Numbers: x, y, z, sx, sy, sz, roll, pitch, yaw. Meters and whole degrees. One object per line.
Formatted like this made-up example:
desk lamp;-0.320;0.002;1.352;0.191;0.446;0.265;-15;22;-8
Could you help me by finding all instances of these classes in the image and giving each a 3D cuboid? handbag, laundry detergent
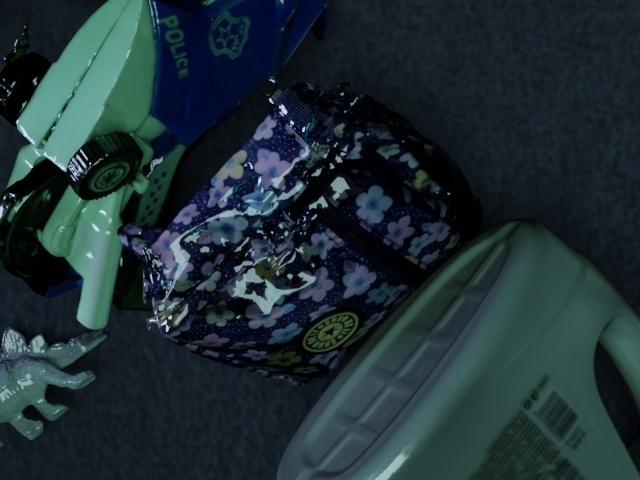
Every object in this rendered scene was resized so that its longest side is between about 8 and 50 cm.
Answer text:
handbag;0.000;0.000;0.935;0.208;0.229;0.126;-39;57;11
laundry detergent;0.181;0.199;0.959;0.398;0.125;0.264;45;76;-24

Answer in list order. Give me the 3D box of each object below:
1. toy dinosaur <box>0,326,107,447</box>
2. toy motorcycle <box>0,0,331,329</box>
toy dinosaur;-0.248;0.124;1.031;0.209;0.039;0.082;-39;67;-13
toy motorcycle;-0.105;-0.102;0.941;0.125;0.196;0.331;41;112;27
